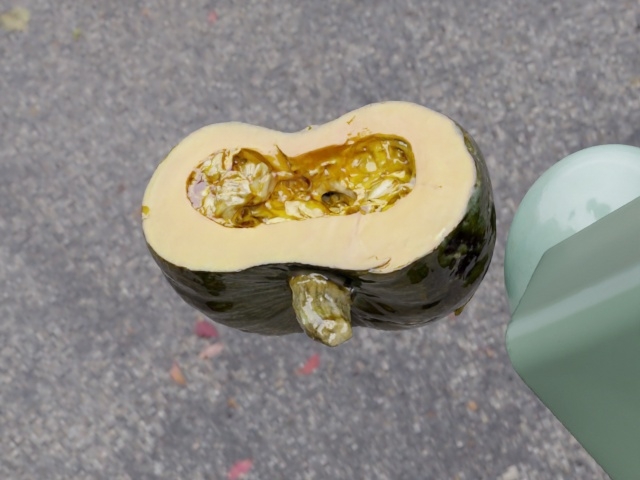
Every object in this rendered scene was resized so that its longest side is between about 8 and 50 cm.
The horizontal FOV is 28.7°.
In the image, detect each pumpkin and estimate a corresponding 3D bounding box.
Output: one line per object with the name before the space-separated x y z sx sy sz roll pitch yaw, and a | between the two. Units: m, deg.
pumpkin | 0.000 0.000 1.134 0.317 0.139 0.221 -3 65 12

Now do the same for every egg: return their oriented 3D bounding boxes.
egg | 0.237 0.025 1.038 0.168 0.230 0.168 -1 43 1

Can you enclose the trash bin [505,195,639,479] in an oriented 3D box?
trash bin | 0.307 0.041 0.758 0.343 0.223 0.158 -31 16 41
